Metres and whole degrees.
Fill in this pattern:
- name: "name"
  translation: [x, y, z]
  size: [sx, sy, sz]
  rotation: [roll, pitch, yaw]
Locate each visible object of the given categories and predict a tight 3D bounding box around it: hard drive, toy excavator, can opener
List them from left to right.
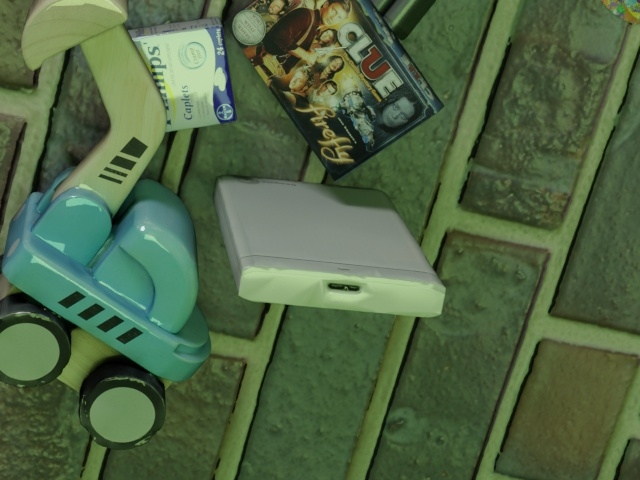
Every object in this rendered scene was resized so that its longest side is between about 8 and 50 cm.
- name: "toy excavator"
  translation: [-0.257, -0.040, 1.855]
  size: [0.433, 0.222, 0.445]
  rotation: [36, 105, -20]
- name: "hard drive"
  translation: [0.000, 0.000, 1.856]
  size: [0.233, 0.353, 0.047]
  rotation: [6, 107, -11]
- name: "can opener"
  translation: [0.099, -0.283, 1.935]
  size: [0.093, 0.074, 0.280]
  rotation: [20, 110, -50]

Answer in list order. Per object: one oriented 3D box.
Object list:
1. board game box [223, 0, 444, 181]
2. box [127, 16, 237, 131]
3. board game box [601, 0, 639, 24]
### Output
- name: "board game box"
  translation: [0.016, -0.217, 1.885]
  size: [0.165, 0.042, 0.243]
  rotation: [-34, 94, 24]
- name: "box"
  translation: [-0.181, -0.204, 1.908]
  size: [0.137, 0.072, 0.126]
  rotation: [-10, 110, -5]
- name: "board game box"
  translation: [0.437, -0.357, 1.971]
  size: [0.133, 0.033, 0.169]
  rotation: [4, 109, -10]
